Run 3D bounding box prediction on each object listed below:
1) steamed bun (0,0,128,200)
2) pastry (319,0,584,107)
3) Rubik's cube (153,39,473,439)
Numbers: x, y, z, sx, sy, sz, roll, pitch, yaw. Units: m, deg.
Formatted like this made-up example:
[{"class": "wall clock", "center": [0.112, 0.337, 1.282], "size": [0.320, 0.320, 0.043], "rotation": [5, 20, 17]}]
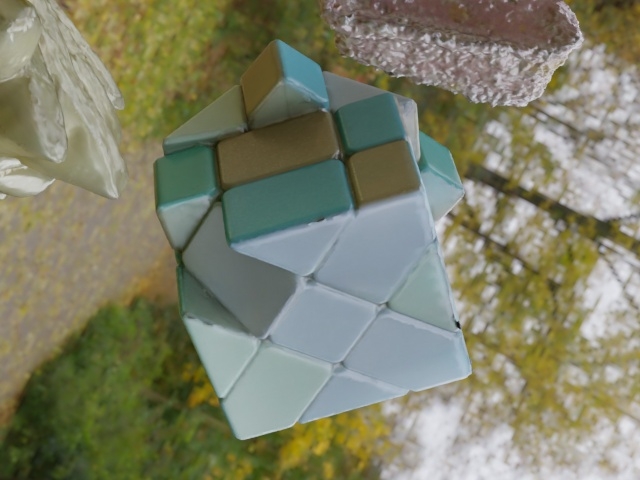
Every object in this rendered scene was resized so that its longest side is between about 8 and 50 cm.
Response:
[{"class": "steamed bun", "center": [-0.232, -0.137, 0.745], "size": [0.428, 0.189, 0.247], "rotation": [52, 26, -51]}, {"class": "pastry", "center": [0.097, -0.192, 1.161], "size": [0.112, 0.265, 0.103], "rotation": [123, -19, -48]}, {"class": "Rubik's cube", "center": [0.000, 0.000, 0.946], "size": [0.213, 0.224, 0.265], "rotation": [-103, 177, -52]}]
